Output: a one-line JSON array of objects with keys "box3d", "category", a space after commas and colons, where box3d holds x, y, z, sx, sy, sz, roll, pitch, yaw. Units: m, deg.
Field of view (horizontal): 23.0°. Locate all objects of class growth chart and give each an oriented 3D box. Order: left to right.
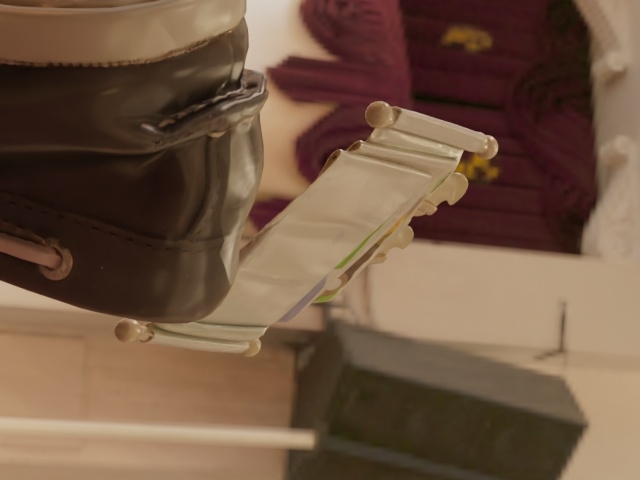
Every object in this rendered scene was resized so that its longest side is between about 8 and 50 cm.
[{"box3d": [0.000, 0.000, 0.995, 0.237, 0.172, 0.021, -41, -115, 13], "category": "growth chart"}]

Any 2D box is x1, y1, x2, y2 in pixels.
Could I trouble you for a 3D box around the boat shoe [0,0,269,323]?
[{"box3d": [-0.170, -0.044, 0.465, 0.112, 0.335, 0.095, -38, 132, -55], "category": "boat shoe"}]
